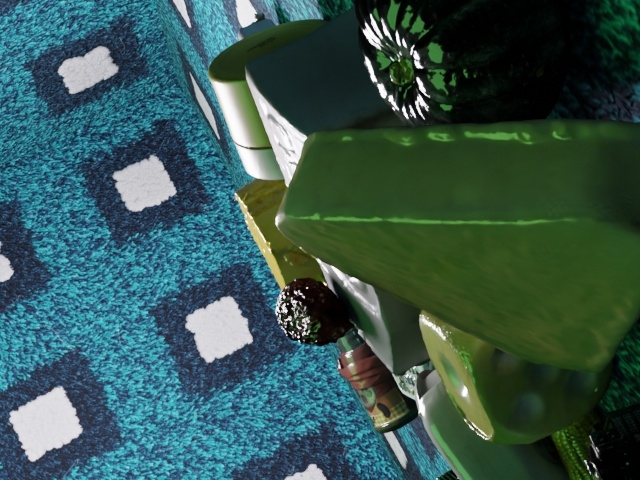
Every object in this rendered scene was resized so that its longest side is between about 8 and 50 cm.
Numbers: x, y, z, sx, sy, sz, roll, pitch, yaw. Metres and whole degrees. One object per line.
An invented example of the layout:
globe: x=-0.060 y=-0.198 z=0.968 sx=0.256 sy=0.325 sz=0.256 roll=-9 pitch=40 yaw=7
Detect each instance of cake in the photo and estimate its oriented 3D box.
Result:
cake: x=0.000 y=0.000 z=2.064 sx=0.286 sy=0.222 sz=0.227 roll=55 pitch=170 yaw=43

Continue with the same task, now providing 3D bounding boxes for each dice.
dice: x=0.232 y=0.129 z=1.261 sx=0.169 sy=0.169 sz=0.166 roll=66 pitch=171 yaw=-18

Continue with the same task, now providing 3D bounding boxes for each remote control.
remote control: x=0.204 y=0.271 z=2.163 sx=0.128 sy=0.066 sz=0.335 roll=62 pitch=171 yaw=-4

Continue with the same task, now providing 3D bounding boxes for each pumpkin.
pumpkin: x=0.130 y=-0.191 z=0.965 sx=0.220 sy=0.162 sz=0.220 roll=48 pitch=164 yaw=19

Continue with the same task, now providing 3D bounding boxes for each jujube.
jujube: x=-0.014 y=0.104 z=1.533 sx=0.104 sy=0.104 sz=0.166 roll=64 pitch=168 yaw=-6

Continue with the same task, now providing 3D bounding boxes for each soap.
soap: x=0.090 y=-0.060 z=1.416 sx=0.350 sy=0.213 sz=0.435 roll=48 pitch=164 yaw=54

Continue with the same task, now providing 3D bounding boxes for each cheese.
cheese: x=0.184 y=-0.003 z=0.951 sx=0.384 sy=0.104 sz=0.384 roll=17 pitch=159 yaw=7

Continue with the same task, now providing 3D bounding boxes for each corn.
corn: x=0.358 y=0.303 z=1.375 sx=0.203 sy=0.072 sz=0.072 roll=65 pitch=171 yaw=-15

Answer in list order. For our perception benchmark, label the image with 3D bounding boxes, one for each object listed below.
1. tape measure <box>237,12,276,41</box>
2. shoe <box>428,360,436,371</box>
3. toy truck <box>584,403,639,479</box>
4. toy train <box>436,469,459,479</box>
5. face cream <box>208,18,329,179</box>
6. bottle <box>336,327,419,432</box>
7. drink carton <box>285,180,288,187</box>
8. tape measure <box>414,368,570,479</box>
tape measure: x=-0.077 y=-0.310 z=2.019 sx=0.196 sy=0.105 sz=0.178 roll=57 pitch=162 yaw=28
shoe: x=0.224 y=0.169 z=1.717 sx=0.251 sy=0.103 sz=0.100 roll=92 pitch=-163 yaw=-46
toy truck: x=0.353 y=0.273 z=1.169 sx=0.257 sy=0.127 sz=0.127 roll=74 pitch=-179 yaw=-46
toy train: x=0.350 y=0.572 z=2.017 sx=0.178 sy=0.139 sz=0.330 roll=12 pitch=126 yaw=67
face cream: x=-0.050 y=-0.229 z=1.689 sx=0.218 sy=0.218 sz=0.179 roll=48 pitch=161 yaw=60
bottle: x=0.122 y=0.304 z=2.445 sx=0.271 sy=0.156 sz=0.143 roll=60 pitch=-164 yaw=-2
drink carton: x=0.029 y=-0.122 z=1.855 sx=0.146 sy=0.144 sz=0.142 roll=58 pitch=160 yaw=26
tape measure: x=0.243 y=0.260 z=1.484 sx=0.265 sy=0.130 sz=0.258 roll=15 pitch=-141 yaw=-57
